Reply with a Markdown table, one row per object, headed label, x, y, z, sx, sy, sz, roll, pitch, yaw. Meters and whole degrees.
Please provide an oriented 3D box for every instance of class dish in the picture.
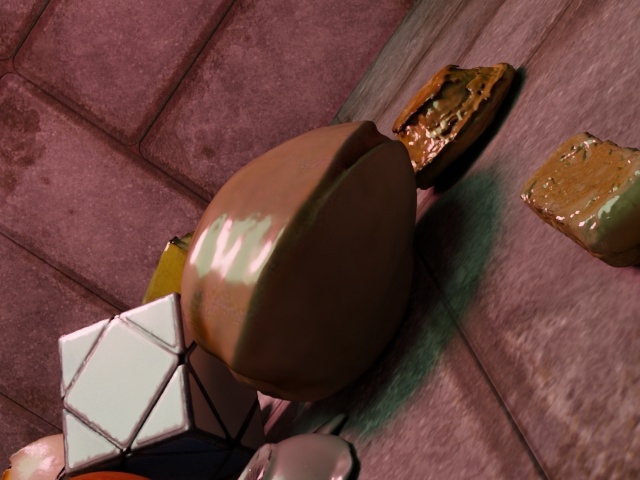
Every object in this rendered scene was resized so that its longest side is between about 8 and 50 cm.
| label | x | y | z | sx | sy | sz | roll | pitch | yaw |
| --- | --- | --- | --- | --- | --- | --- | --- | --- | --- |
| dish | -0.047 | 0.274 | 1.104 | 0.224 | 0.078 | 0.246 | -51 | 9 | 35 |

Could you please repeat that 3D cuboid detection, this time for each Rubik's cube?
| label | x | y | z | sx | sy | sz | roll | pitch | yaw |
| --- | --- | --- | --- | --- | --- | --- | --- | --- | --- |
| Rubik's cube | -0.217 | 0.220 | 1.390 | 0.205 | 0.205 | 0.207 | -21 | 61 | 19 |

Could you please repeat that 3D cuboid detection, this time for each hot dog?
| label | x | y | z | sx | sy | sz | roll | pitch | yaw |
| --- | --- | --- | --- | --- | --- | --- | --- | --- | --- |
| hot dog | 0.221 | -0.030 | 0.776 | 0.084 | 0.073 | 0.242 | -51 | 6 | 6 |

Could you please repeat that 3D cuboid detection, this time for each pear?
| label | x | y | z | sx | sy | sz | roll | pitch | yaw |
| --- | --- | --- | --- | --- | --- | --- | --- | --- | --- |
| pear | -0.228 | 0.132 | 2.134 | 0.318 | 0.238 | 0.342 | -64 | -9 | 19 |

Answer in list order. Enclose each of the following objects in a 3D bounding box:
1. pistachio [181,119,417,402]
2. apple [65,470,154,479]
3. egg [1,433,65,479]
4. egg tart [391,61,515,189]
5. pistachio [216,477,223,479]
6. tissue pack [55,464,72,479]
| label | x | y | z | sx | sy | sz | roll | pitch | yaw |
| --- | --- | --- | --- | --- | --- | --- | --- | --- | --- |
| pistachio | -0.012 | 0.027 | 1.279 | 0.445 | 0.281 | 0.365 | -45 | -17 | -58 |
| apple | -0.284 | 0.421 | 1.226 | 0.301 | 0.301 | 0.301 | -54 | 9 | 12 |
| egg | -0.544 | 0.565 | 2.175 | 0.264 | 0.286 | 0.174 | -24 | 20 | -10 |
| egg tart | 0.182 | -0.179 | 1.474 | 0.241 | 0.106 | 0.241 | -51 | 7 | 8 |
| pistachio | -0.221 | 0.319 | 1.583 | 0.288 | 0.166 | 0.197 | -54 | 18 | -5 |
| tissue pack | -0.316 | 0.339 | 1.924 | 0.198 | 0.210 | 0.370 | -53 | 7 | 39 |
